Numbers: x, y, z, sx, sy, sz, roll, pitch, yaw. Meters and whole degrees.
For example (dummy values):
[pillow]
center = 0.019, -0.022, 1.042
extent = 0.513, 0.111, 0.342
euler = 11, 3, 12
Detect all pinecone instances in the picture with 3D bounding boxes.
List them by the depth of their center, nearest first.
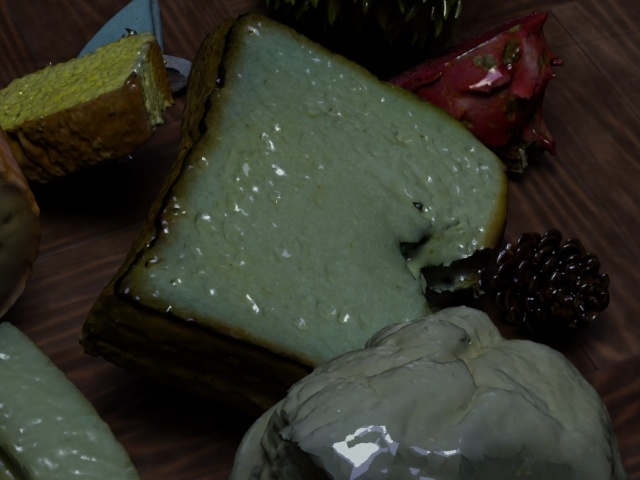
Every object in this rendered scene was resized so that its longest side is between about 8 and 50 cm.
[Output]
[pinecone]
center = 0.164, 0.028, 1.175
extent = 0.077, 0.083, 0.077
euler = 2, 86, -31

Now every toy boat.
[toy boat]
center = -0.151, -0.161, 1.337
extent = 0.096, 0.034, 0.122
euler = -3, 42, -8

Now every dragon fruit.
[dragon fruit]
center = 0.118, -0.095, 1.265
extent = 0.153, 0.153, 0.111
euler = -29, 94, -26

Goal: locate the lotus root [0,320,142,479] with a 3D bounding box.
[lotus root]
center = -0.203, 0.214, 0.940
extent = 0.267, 0.149, 0.260
euler = -30, 56, -34

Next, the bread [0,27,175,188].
[bread]
center = -0.174, -0.090, 1.195
extent = 0.187, 0.065, 0.103
euler = -19, 24, 35

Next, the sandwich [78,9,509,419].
[sandwich]
center = -0.001, 0.001, 1.124
extent = 0.249, 0.095, 0.273
euler = 26, 51, -10

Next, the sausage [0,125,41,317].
[sausage]
center = -0.334, -0.070, 1.113
extent = 0.233, 0.233, 0.287
euler = -17, 52, -18

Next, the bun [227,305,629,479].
[bun]
center = 0.050, 0.170, 0.943
extent = 0.281, 0.281, 0.205
euler = -14, 34, -16

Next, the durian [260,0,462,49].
[durian]
center = 0.031, -0.284, 1.340
extent = 0.163, 0.198, 0.394
euler = 5, 38, -8
